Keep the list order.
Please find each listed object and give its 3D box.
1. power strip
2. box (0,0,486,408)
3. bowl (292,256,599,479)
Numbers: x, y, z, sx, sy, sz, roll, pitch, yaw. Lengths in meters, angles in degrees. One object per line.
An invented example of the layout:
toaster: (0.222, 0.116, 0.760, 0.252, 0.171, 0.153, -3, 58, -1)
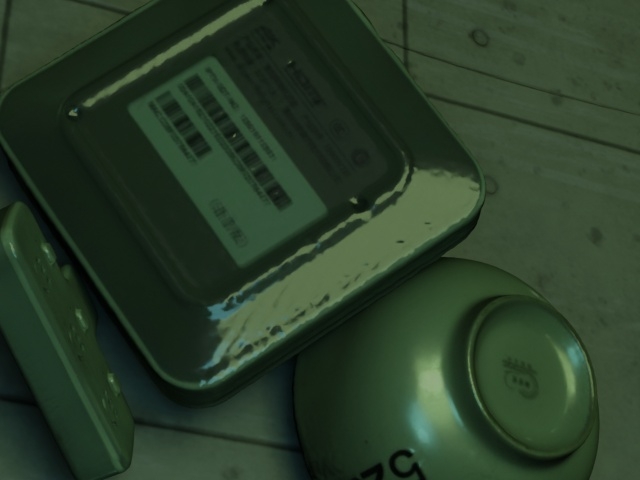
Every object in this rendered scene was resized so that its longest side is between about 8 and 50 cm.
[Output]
power strip: (-0.252, 0.086, 1.531, 0.059, 0.193, 0.265, -22, 108, 3)
box: (-0.083, -0.080, 1.637, 0.396, 0.111, 0.396, -34, 72, -11)
bowl: (0.165, 0.166, 1.664, 0.354, 0.185, 0.354, 15, 62, -30)
